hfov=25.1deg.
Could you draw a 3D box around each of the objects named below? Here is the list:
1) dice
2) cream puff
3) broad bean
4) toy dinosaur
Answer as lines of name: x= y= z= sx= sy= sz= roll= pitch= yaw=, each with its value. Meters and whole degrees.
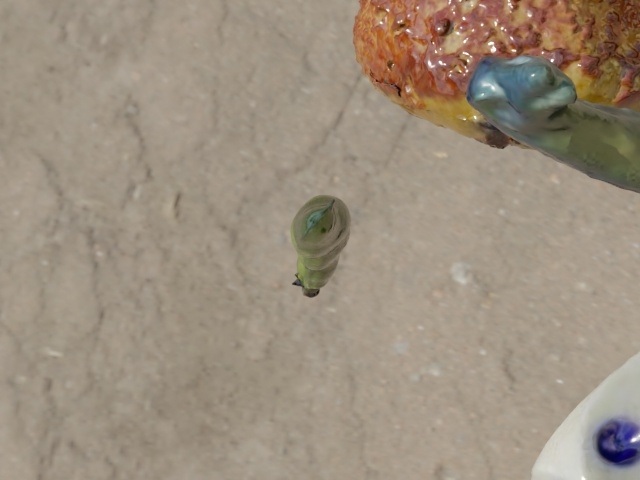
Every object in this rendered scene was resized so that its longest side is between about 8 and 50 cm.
dice: x=0.413 y=0.283 z=1.681 sx=0.251 sy=0.259 sz=0.243 roll=-37 pitch=67 yaw=-14
cream puff: x=0.141 y=-0.142 z=0.917 sx=0.240 sy=0.240 sz=0.164 roll=32 pitch=115 yaw=37
broad bean: x=0.001 y=-0.001 z=1.223 sx=0.043 sy=0.297 sz=0.060 roll=34 pitch=80 yaw=6
toy dinosaur: x=0.169 y=0.000 z=0.418 sx=0.147 sy=0.363 sz=0.076 roll=15 pitch=91 yaw=28
